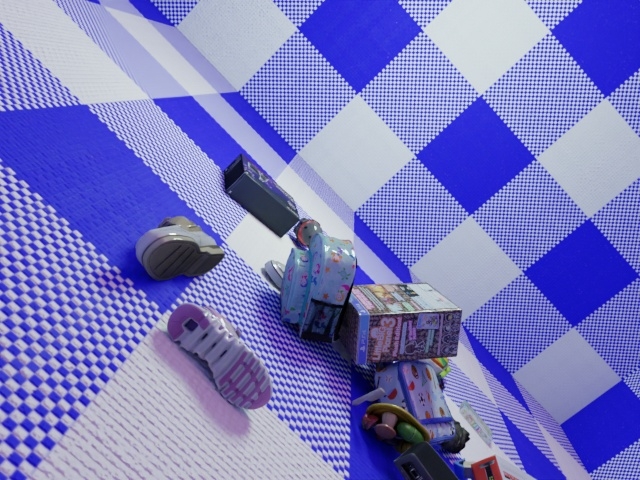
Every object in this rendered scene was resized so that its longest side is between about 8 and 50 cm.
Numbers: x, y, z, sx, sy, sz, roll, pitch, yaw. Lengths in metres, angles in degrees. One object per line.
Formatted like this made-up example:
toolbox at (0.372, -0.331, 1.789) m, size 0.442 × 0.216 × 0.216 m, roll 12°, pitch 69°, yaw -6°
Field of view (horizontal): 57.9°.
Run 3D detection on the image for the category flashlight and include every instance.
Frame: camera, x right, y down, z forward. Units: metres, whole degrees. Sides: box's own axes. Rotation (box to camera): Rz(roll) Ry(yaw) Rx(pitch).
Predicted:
flashlight at (0.000, 0.000, 1.986) m, size 0.103 × 0.103 × 0.304 m, roll 45°, pitch -6°, yaw -25°

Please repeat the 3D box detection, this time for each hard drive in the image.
hard drive at (0.270, 0.553, 1.236) m, size 0.255 × 0.054 × 0.172 m, roll 52°, pitch 13°, yaw 20°

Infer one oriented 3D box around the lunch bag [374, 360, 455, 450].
lunch bag at (0.269, 0.457, 1.594) m, size 0.303 × 0.115 × 0.243 m, roll 24°, pitch 43°, yaw -55°

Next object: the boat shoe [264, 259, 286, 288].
boat shoe at (-0.046, 0.126, 1.680) m, size 0.267 × 0.088 × 0.096 m, roll 41°, pitch 14°, yaw -25°

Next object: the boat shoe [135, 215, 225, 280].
boat shoe at (-0.301, 0.011, 1.188) m, size 0.103 × 0.113 × 0.302 m, roll 49°, pitch 3°, yaw 11°

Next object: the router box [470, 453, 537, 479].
router box at (0.556, 0.777, 1.552) m, size 0.335 × 0.082 × 0.301 m, roll 39°, pitch 30°, yaw -35°

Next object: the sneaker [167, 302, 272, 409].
sneaker at (-0.172, 0.203, 1.067) m, size 0.236 × 0.095 × 0.104 m, roll 47°, pitch 5°, yaw 2°

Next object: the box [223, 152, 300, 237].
box at (-0.203, -0.156, 1.988) m, size 0.261 × 0.103 × 0.184 m, roll 40°, pitch 17°, yaw -28°

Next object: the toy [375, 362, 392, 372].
toy at (0.193, 0.335, 1.730) m, size 0.056 × 0.137 × 0.237 m, roll 3°, pitch 14°, yaw 0°

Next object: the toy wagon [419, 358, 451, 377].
toy wagon at (0.422, 0.429, 2.326) m, size 0.267 × 0.068 × 0.344 m, roll 52°, pitch 14°, yaw 16°

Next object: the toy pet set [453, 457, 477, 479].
toy pet set at (0.411, 0.683, 1.623) m, size 0.122 × 0.065 × 0.114 m, roll -10°, pitch 93°, yaw -71°

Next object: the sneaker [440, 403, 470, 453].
sneaker at (0.384, 0.561, 1.789) m, size 0.130 × 0.087 × 0.227 m, roll 41°, pitch 17°, yaw -31°

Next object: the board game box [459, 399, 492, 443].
board game box at (0.591, 0.688, 2.195) m, size 0.154 × 0.026 × 0.103 m, roll 50°, pitch 13°, yaw 11°

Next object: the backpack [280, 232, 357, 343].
backpack at (-0.003, 0.108, 1.511) m, size 0.191 × 0.254 × 0.225 m, roll 18°, pitch 22°, yaw -12°

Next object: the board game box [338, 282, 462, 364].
board game box at (0.205, 0.222, 1.607) m, size 0.290 × 0.141 × 0.232 m, roll -1°, pitch 14°, yaw -14°

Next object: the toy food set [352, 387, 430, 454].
toy food set at (0.164, 0.457, 1.378) m, size 0.218 × 0.128 × 0.071 m, roll 45°, pitch 42°, yaw -16°
